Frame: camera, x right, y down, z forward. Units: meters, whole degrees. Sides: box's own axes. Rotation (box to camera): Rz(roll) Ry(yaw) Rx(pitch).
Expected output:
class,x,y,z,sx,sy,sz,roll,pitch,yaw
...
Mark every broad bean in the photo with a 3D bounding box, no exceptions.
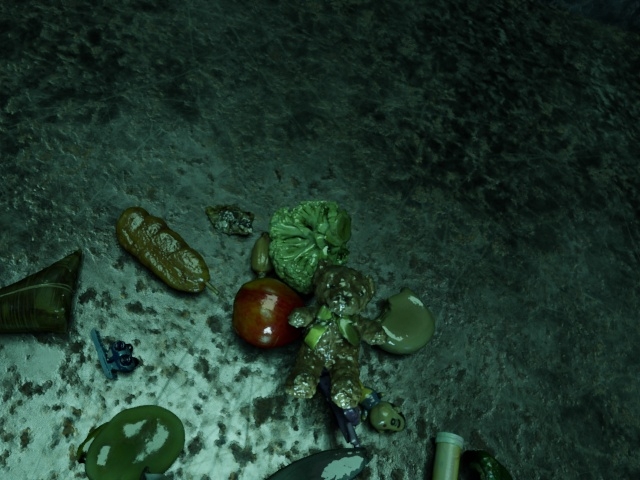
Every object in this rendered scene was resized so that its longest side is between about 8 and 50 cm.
class,x,y,z,sx,sy,sz,roll,pitch,yaw
broad bean,-0.420,0.458,1.170,0.228,0.100,0.169,4,69,-28

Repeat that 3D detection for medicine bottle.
class,x,y,z,sx,sy,sz,roll,pitch,yaw
medicine bottle,0.310,0.599,1.306,0.074,0.074,0.218,21,57,-5

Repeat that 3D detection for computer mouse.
class,x,y,z,sx,sy,sz,roll,pitch,yaw
computer mouse,-0.042,0.556,1.172,0.371,0.188,0.122,-24,64,-25

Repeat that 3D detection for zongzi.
class,x,y,z,sx,sy,sz,roll,pitch,yaw
zongzi,-0.723,0.117,1.269,0.247,0.111,0.241,-1,45,-10

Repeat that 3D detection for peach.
class,x,y,z,sx,sy,sz,roll,pitch,yaw
peach,-0.126,0.190,1.343,0.197,0.197,0.197,7,61,-13

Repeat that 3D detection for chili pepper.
class,x,y,z,sx,sy,sz,roll,pitch,yaw
chili pepper,0.441,0.654,1.286,0.116,0.148,0.265,-8,71,3

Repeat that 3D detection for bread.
class,x,y,z,sx,sy,sz,roll,pitch,yaw
bread,-0.404,0.040,1.400,0.344,0.084,0.124,38,82,6

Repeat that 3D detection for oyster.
class,x,y,z,sx,sy,sz,roll,pitch,yaw
oyster,-0.263,-0.069,1.517,0.148,0.051,0.103,6,53,-1

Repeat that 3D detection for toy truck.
class,x,y,z,sx,sy,sz,roll,pitch,yaw
toy truck,-0.500,0.263,1.269,0.074,0.063,0.136,-27,69,-6

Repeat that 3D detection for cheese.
class,x,y,z,sx,sy,sz,roll,pitch,yaw
cheese,0.223,0.235,1.471,0.202,0.091,0.175,-25,70,-26

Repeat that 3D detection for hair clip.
class,x,y,z,sx,sy,sz,roll,pitch,yaw
hair clip,0.039,0.376,1.300,0.090,0.137,0.278,-31,55,-12

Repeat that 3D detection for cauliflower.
class,x,y,z,sx,sy,sz,roll,pitch,yaw
cauliflower,0.000,0.000,1.431,0.272,0.250,0.275,0,67,-43

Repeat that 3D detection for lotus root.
class,x,y,z,sx,sy,sz,roll,pitch,yaw
lotus root,-0.159,0.047,1.477,0.073,0.062,0.150,7,61,-4

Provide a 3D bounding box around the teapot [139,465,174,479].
class,x,y,z,sx,sy,sz,roll,pitch,yaw
teapot,-0.348,0.658,1.005,0.300,0.253,0.344,55,52,-29

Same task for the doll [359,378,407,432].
class,x,y,z,sx,sy,sz,roll,pitch,yaw
doll,0.146,0.434,1.348,0.179,0.102,0.089,32,20,4

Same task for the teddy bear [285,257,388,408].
class,x,y,z,sx,sy,sz,roll,pitch,yaw
teddy bear,0.040,0.214,1.237,0.246,0.223,0.296,11,33,2
